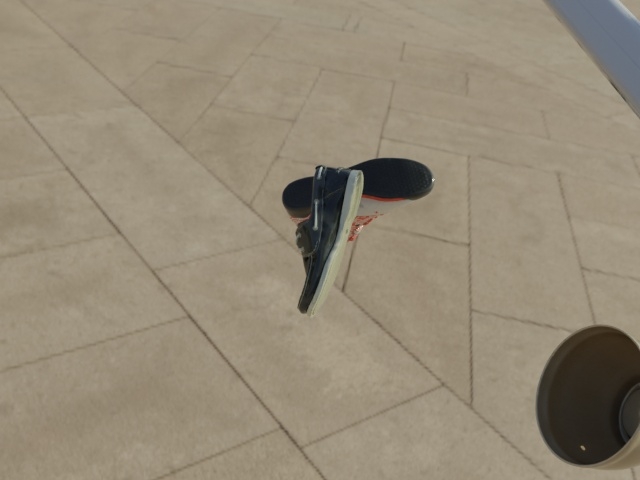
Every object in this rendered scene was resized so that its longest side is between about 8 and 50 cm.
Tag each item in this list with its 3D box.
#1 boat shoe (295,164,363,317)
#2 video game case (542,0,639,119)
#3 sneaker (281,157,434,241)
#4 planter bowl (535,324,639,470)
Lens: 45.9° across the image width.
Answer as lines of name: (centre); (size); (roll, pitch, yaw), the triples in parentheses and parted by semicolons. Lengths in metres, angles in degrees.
boat shoe: (0.000, 0.000, 1.140); (0.079, 0.233, 0.084); (14, -5, 11)
video game case: (0.260, -0.096, 0.568); (0.300, 0.036, 0.329); (31, 29, -36)
sneaker: (0.076, -0.065, 1.366); (0.270, 0.145, 0.090); (-9, 59, 11)
planter bowl: (0.344, 0.190, 0.865); (0.109, 0.162, 0.162); (23, 25, -23)
